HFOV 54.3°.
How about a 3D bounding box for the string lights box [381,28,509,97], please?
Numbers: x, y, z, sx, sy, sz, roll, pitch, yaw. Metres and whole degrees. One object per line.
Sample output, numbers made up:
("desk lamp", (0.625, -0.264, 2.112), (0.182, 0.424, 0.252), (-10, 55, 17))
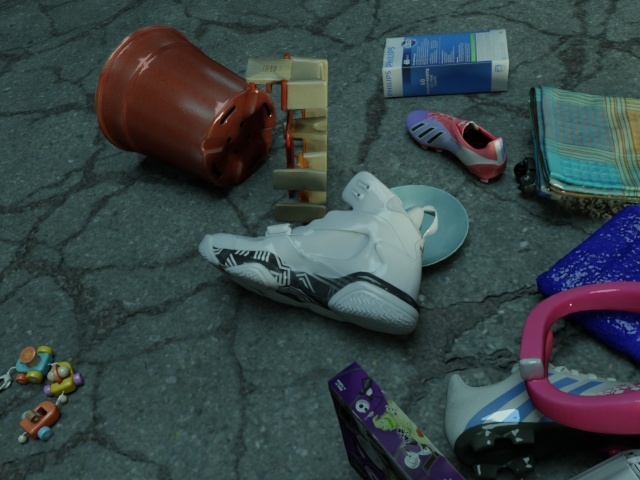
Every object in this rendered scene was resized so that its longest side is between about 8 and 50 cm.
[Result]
("string lights box", (0.269, -0.385, 1.354), (0.260, 0.076, 0.133), (0, 47, 13))

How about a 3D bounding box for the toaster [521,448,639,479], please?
("toaster", (0.311, 0.315, 0.623), (0.146, 0.129, 0.227), (-37, 42, 12))

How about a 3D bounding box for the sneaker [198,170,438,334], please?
("sneaker", (0.000, 0.000, 0.976), (0.366, 0.137, 0.210), (16, 74, 20))

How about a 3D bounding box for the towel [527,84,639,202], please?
("towel", (0.548, -0.161, 1.059), (0.370, 0.040, 0.271), (7, 49, 4))

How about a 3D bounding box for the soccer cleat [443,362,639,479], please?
("soccer cleat", (0.316, 0.198, 0.769), (0.331, 0.116, 0.143), (-6, 35, 4))

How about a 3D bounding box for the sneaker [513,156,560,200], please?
("sneaker", (0.390, -0.139, 1.107), (0.085, 0.058, 0.152), (12, 57, 12))

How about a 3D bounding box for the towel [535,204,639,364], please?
("towel", (0.490, 0.082, 0.863), (0.228, 0.076, 0.308), (-33, 49, -19))

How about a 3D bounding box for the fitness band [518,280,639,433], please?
("fitness band", (0.343, 0.120, 0.722), (0.209, 0.054, 0.291), (-9, 16, 26))

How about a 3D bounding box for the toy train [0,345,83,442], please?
("toy train", (-0.444, 0.225, 0.964), (0.166, 0.046, 0.125), (29, 59, 33))

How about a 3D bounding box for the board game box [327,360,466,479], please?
("board game box", (0.135, 0.302, 0.646), (0.056, 0.208, 0.347), (-35, 49, -15))

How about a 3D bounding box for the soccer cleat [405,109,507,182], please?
("soccer cleat", (0.252, -0.202, 1.173), (0.083, 0.095, 0.248), (-31, 49, -16))

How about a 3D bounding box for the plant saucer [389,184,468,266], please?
("plant saucer", (0.152, -0.016, 1.061), (0.195, 0.037, 0.195), (-7, 45, 7))

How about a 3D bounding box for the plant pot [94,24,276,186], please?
("plant pot", (-0.250, -0.250, 1.237), (0.265, 0.272, 0.272), (30, 60, 25))

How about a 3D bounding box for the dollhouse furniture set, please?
("dollhouse furniture set", (-0.055, -0.198, 1.129), (0.135, 0.259, 0.262), (1, 45, 1))
